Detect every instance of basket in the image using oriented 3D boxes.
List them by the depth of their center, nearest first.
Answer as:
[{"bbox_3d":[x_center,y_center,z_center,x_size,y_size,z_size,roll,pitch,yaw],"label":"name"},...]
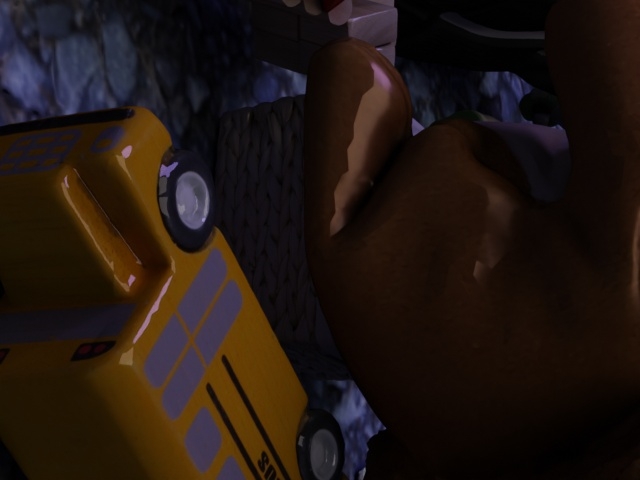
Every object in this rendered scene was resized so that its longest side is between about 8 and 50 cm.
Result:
[{"bbox_3d":[0.000,0.000,1.047,0.113,0.103,0.167,31,59,-55],"label":"basket"}]

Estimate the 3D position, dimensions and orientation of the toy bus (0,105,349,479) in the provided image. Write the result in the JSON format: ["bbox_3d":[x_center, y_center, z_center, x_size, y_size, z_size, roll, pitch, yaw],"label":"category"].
[{"bbox_3d":[-0.080,0.096,0.883,0.332,0.108,0.130,64,36,-32],"label":"toy bus"}]

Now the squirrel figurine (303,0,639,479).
[{"bbox_3d":[0.206,0.057,0.914,0.281,0.370,0.397,33,57,-57],"label":"squirrel figurine"}]

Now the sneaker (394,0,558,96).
[{"bbox_3d":[0.135,-0.262,1.226,0.447,0.169,0.257,16,68,-40],"label":"sneaker"}]

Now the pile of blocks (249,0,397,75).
[{"bbox_3d":[-0.038,-0.199,0.922,0.362,0.113,0.149,31,84,-48],"label":"pile of blocks"}]

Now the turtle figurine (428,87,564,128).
[{"bbox_3d":[0.181,-0.019,1.379,0.266,0.275,0.197,3,108,-39],"label":"turtle figurine"}]

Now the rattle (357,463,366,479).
[{"bbox_3d":[0.088,0.213,1.241,0.200,0.143,0.130,-22,72,-45],"label":"rattle"}]
